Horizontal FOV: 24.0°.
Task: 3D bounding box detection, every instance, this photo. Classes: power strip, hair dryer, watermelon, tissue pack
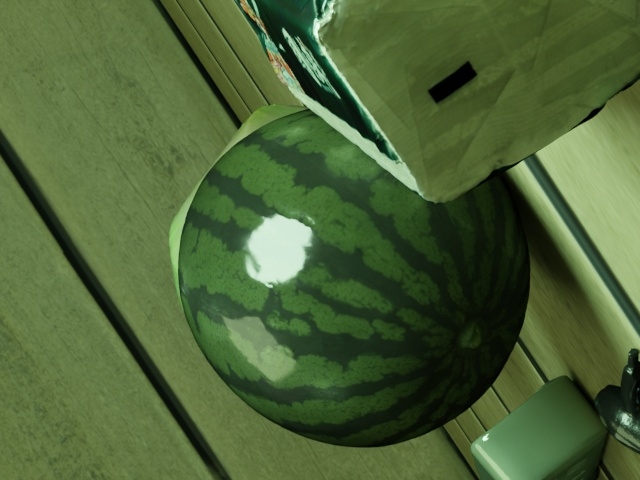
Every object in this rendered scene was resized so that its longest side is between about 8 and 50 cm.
[{"bbox_3d":[0.183,0.193,1.252,0.062,0.091,0.385,52,176,18],"label":"power strip"},{"bbox_3d":[0.185,0.095,0.846,0.079,0.031,0.083,41,160,37],"label":"hair dryer"},{"bbox_3d":[0.022,0.019,0.887,0.212,0.212,0.212,56,177,4],"label":"watermelon"},{"bbox_3d":[0.035,-0.083,0.535,0.090,0.103,0.170,62,175,-22],"label":"tissue pack"}]

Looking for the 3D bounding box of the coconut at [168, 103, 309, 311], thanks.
[{"bbox_3d":[0.000,0.000,1.163,0.236,0.236,0.204,57,-148,-6],"label":"coconut"}]
